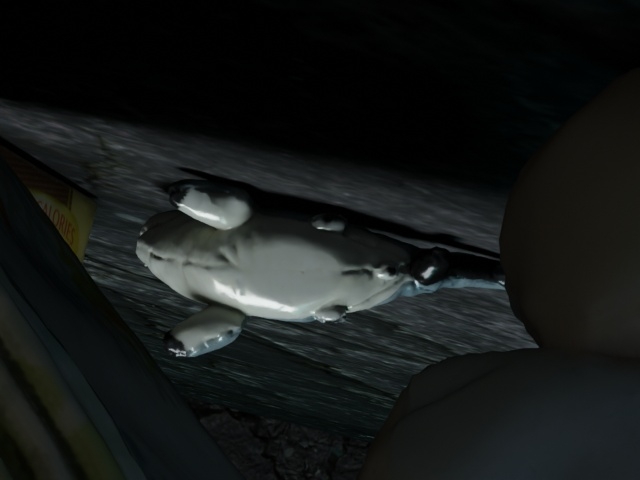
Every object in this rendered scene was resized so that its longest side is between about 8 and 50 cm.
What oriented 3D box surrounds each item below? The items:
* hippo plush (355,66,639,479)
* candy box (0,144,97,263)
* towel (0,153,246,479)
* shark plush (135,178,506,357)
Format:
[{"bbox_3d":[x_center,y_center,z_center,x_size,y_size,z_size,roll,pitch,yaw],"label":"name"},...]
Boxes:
[{"bbox_3d":[0.174,0.093,0.377,0.294,0.234,0.236,20,170,-30],"label":"hippo plush"},{"bbox_3d":[-0.201,0.107,0.768,0.087,0.316,0.183,10,171,17],"label":"candy box"},{"bbox_3d":[-0.084,0.050,0.477,0.320,0.090,0.374,55,177,12],"label":"towel"},{"bbox_3d":[0.000,0.000,0.755,0.161,0.073,0.067,-8,-172,8],"label":"shark plush"}]
